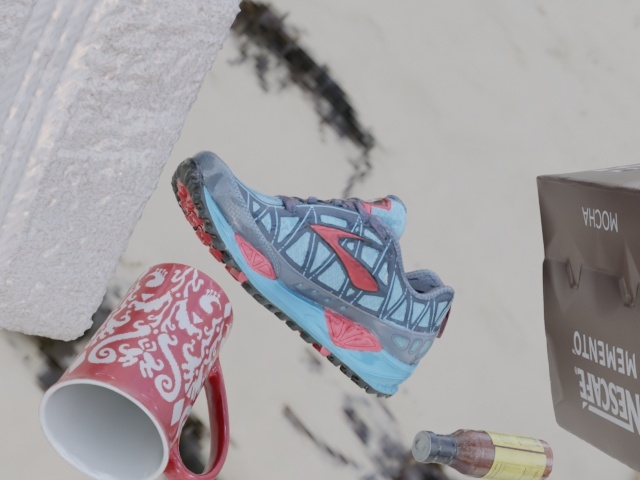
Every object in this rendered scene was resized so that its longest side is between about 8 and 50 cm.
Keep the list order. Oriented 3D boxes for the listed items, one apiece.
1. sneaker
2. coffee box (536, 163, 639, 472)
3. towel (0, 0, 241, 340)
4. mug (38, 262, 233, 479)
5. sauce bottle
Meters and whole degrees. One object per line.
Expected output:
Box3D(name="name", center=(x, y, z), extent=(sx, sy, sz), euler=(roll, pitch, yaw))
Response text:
Box3D(name="sneaker", center=(0.000, 0.000, 1.277), extent=(0.262, 0.125, 0.104), euler=(42, 0, -35))
Box3D(name="coffee box", center=(0.257, 0.016, 0.716), extent=(0.168, 0.297, 0.118), euler=(-151, -126, -79))
Box3D(name="towel", center=(-0.177, -0.068, 1.052), extent=(0.187, 0.282, 0.049), euler=(14, 23, -31))
Box3D(name="mug", center=(-0.140, 0.118, 1.431), extent=(0.169, 0.113, 0.150), euler=(-62, 141, -48))
Box3D(name="sauce bottle", center=(0.133, 0.175, 1.421), extent=(0.128, 0.042, 0.042), euler=(14, 43, -32))
